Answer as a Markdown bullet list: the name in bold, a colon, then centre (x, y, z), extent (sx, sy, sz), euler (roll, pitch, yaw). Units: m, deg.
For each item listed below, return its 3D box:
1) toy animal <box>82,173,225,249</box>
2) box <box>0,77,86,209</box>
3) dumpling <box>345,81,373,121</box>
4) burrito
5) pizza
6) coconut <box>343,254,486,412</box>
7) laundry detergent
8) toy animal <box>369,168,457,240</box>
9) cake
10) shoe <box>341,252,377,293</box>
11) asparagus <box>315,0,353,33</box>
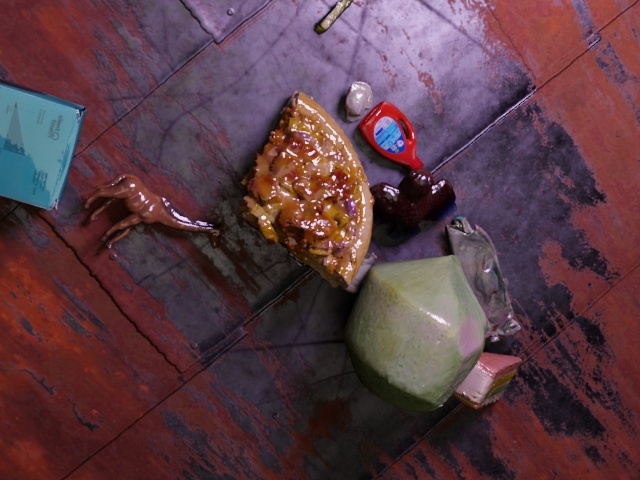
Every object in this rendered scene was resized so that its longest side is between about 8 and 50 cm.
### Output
- **toy animal**: centre (-0.334, -0.043, 1.557), extent (0.229, 0.066, 0.224), euler (-28, 107, -8)
- **box**: centre (-0.618, -0.201, 1.439), extent (0.311, 0.118, 0.205), euler (16, 102, -13)
- **dumpling**: centre (0.080, -0.284, 1.579), extent (0.057, 0.052, 0.076), euler (2, 93, 0)
- **burrito**: centre (0.362, 0.086, 1.714), extent (0.096, 0.066, 0.309), euler (-23, 104, -1)
- **pizza**: centre (-0.029, -0.100, 1.517), extent (0.277, 0.114, 0.409), euler (-5, 77, -20)
- **coconut**: centre (0.202, 0.173, 1.587), extent (0.281, 0.328, 0.329), euler (25, 98, 0)
- **laundry detergent**: centre (0.161, -0.209, 1.617), extent (0.165, 0.049, 0.097), euler (43, 89, -19)
- **toy animal**: centre (0.193, -0.075, 1.589), extent (0.218, 0.179, 0.116), euler (0, 77, -9)
- **cake**: centre (0.386, 0.316, 1.725), extent (0.225, 0.090, 0.110), euler (13, 104, -42)
- **shoe**: centre (0.000, 0.000, 1.612), extent (0.275, 0.103, 0.098), euler (38, 94, -22)
- **asparagus**: centre (0.031, -0.459, 1.545), extent (0.025, 0.021, 0.108), euler (43, 93, -16)
